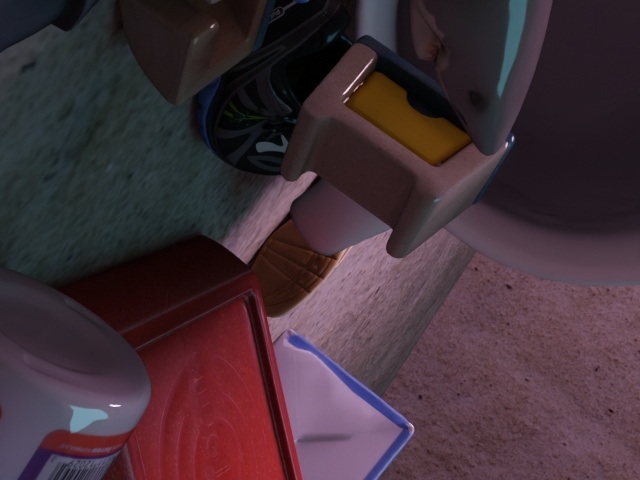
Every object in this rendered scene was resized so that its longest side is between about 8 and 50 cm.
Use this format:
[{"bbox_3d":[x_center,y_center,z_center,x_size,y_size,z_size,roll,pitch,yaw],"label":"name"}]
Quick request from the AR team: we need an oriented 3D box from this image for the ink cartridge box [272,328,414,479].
[{"bbox_3d":[-0.072,0.254,1.160,0.270,0.151,0.395,-48,176,-13],"label":"ink cartridge box"}]

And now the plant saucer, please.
[{"bbox_3d":[-0.073,0.137,0.701,0.047,0.258,0.259,-10,-174,21],"label":"plant saucer"}]

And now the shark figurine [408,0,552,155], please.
[{"bbox_3d":[0.036,-0.134,0.310,0.278,0.116,0.166,22,74,-62],"label":"shark figurine"}]

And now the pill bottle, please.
[{"bbox_3d":[-0.166,0.115,0.515,0.193,0.108,0.108,-56,169,10],"label":"pill bottle"}]

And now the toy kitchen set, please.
[{"bbox_3d":[0.033,-0.128,0.468,0.122,0.166,0.207,-45,166,-41],"label":"toy kitchen set"}]

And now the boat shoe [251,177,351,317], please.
[{"bbox_3d":[0.000,0.000,1.006,0.170,0.063,0.059,-53,163,-15],"label":"boat shoe"}]

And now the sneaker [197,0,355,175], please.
[{"bbox_3d":[-0.019,-0.078,0.636,0.067,0.078,0.188,-50,169,-20],"label":"sneaker"}]

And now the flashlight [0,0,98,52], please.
[{"bbox_3d":[-0.139,-0.027,0.243,0.103,0.103,0.304,1,-135,47],"label":"flashlight"}]

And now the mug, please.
[{"bbox_3d":[0.137,-0.112,0.785,0.374,0.276,0.328,-36,-176,13],"label":"mug"}]
